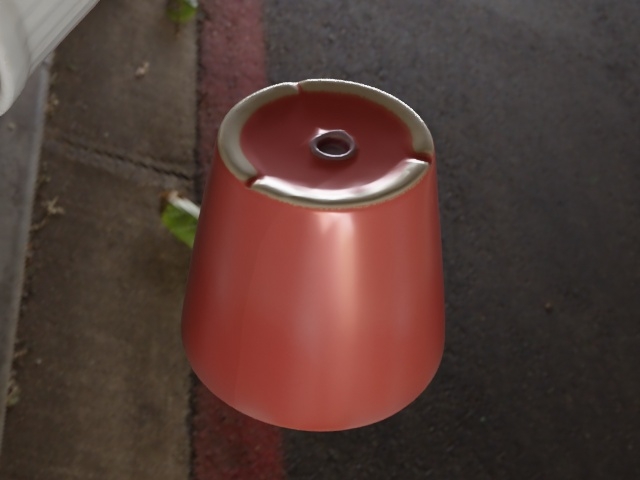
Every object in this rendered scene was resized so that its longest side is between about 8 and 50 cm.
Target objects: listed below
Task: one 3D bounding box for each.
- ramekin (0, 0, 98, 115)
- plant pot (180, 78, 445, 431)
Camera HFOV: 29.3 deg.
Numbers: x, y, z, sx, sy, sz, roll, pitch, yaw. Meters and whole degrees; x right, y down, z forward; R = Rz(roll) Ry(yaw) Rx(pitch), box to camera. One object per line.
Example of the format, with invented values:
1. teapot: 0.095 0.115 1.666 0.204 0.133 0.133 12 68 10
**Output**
1. ramekin: -0.266 -0.228 0.821 0.277 0.277 0.135 42 68 -1
2. plant pot: 0.000 0.000 1.158 0.275 0.243 0.275 3 41 -2
